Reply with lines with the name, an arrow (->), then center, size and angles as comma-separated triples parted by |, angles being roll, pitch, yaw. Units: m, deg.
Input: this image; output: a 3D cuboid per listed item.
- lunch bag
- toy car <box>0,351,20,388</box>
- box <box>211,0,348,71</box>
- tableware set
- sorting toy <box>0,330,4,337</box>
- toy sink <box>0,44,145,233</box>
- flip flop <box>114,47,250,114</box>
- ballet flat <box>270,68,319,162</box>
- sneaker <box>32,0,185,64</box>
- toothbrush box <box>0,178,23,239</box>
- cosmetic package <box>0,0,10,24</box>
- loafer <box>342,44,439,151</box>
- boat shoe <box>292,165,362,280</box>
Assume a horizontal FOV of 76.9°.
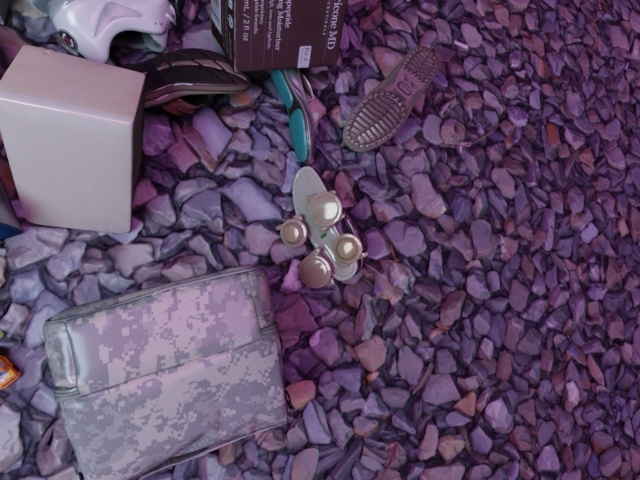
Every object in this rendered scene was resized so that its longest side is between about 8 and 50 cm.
lunch bag -> -0.205, 0.192, 0.586 | 0.305, 0.212, 0.256 | -13, 86, -22
toy car -> -0.498, 0.199, 0.561 | 0.122, 0.040, 0.060 | -22, 94, -22
box -> -0.080, -0.423, 0.720 | 0.203, 0.168, 0.167 | -13, 53, -22
tableware set -> 0.000, 0.000, 0.744 | 0.141, 0.020, 0.169 | -30, 86, 19
sorting toy -> -0.509, 0.134, 0.582 | 0.083, 0.012, 0.062 | -15, 88, -23
toy sink -> -0.354, -0.138, 0.606 | 0.152, 0.234, 0.131 | 7, 50, -20
flip flop -> -0.261, -0.259, 0.703 | 0.277, 0.080, 0.112 | -23, 64, -19
ballet flat -> -0.036, -0.261, 0.798 | 0.068, 0.072, 0.213 | -18, 88, -27
sneaker -> -0.297, -0.417, 0.706 | 0.330, 0.122, 0.146 | -46, 118, -22
toothbrush box -> -0.601, -0.065, 0.513 | 0.295, 0.126, 0.216 | -23, 92, -24
cosmetic package -> -0.551, -0.519, 0.610 | 0.160, 0.113, 0.309 | 9, 78, -21
loafer -> 0.148, -0.292, 0.868 | 0.102, 0.092, 0.268 | 43, 86, -6
boat shoe -> 0.015, -0.035, 0.794 | 0.079, 0.084, 0.233 | -15, 79, -61
